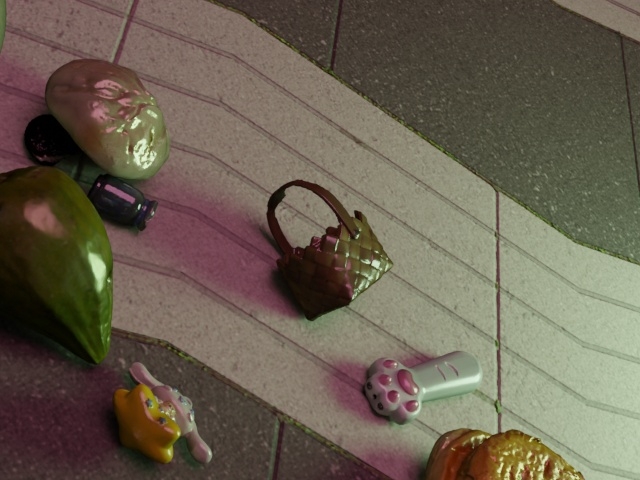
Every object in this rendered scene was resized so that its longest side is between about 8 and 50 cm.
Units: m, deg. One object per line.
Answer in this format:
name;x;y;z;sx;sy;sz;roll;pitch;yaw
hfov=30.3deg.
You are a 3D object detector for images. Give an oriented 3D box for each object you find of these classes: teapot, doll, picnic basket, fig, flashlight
teapot;-0.253;-0.047;1.494;0.083;0.063;0.049;30;75;-18
doll;-0.176;0.206;1.335;0.135;0.071;0.113;41;23;-11
picnic basket;0.000;0.000;1.578;0.178;0.128;0.138;55;40;-1
fig;-0.306;0.016;1.310;0.233;0.167;0.167;40;41;9
flashlight;0.146;0.190;1.598;0.200;0.047;0.093;-8;62;-41

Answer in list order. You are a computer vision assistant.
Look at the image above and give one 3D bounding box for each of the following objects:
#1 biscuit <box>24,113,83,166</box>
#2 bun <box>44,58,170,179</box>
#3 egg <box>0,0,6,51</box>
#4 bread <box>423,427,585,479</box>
biscuit;-0.332;-0.126;1.503;0.089;0.027;0.087;26;44;-19
bun;-0.258;-0.163;1.495;0.183;0.102;0.183;44;14;-14
egg;-0.489;-0.236;1.287;0.278;0.278;0.336;40;37;-4
bread;0.237;0.342;1.487;0.236;0.120;0.198;32;45;-12
